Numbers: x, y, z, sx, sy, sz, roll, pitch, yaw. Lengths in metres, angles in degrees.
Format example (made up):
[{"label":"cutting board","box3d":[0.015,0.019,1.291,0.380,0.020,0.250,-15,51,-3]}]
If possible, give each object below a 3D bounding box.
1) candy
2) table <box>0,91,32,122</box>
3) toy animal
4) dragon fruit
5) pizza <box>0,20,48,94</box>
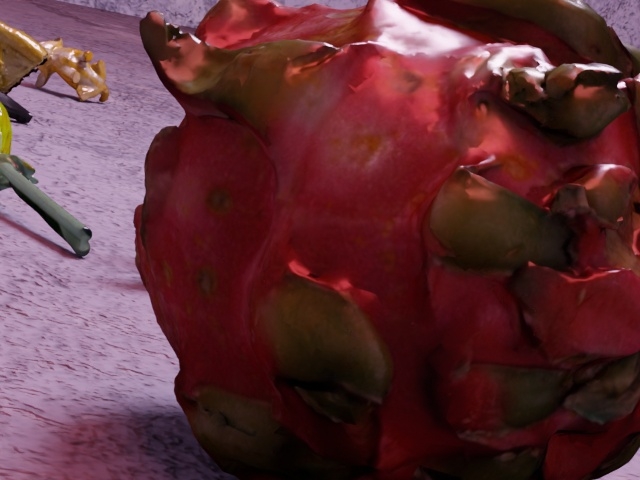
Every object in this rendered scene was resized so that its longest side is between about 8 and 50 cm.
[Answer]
[{"label":"candy","box3d":[-0.215,-0.044,1.351,0.077,0.073,0.262,-13,28,-27]},{"label":"table","box3d":[-0.342,-0.205,1.693,0.249,0.317,0.317,25,7,-8]},{"label":"toy animal","box3d":[-0.268,-0.182,2.106,0.083,0.060,0.081,17,-15,42]},{"label":"dragon fruit","box3d":[0.035,0.000,0.868,0.237,0.231,0.303,-5,6,-28]},{"label":"pizza","box3d":[-0.335,-0.171,1.839,0.160,0.099,0.036,18,29,7]}]
